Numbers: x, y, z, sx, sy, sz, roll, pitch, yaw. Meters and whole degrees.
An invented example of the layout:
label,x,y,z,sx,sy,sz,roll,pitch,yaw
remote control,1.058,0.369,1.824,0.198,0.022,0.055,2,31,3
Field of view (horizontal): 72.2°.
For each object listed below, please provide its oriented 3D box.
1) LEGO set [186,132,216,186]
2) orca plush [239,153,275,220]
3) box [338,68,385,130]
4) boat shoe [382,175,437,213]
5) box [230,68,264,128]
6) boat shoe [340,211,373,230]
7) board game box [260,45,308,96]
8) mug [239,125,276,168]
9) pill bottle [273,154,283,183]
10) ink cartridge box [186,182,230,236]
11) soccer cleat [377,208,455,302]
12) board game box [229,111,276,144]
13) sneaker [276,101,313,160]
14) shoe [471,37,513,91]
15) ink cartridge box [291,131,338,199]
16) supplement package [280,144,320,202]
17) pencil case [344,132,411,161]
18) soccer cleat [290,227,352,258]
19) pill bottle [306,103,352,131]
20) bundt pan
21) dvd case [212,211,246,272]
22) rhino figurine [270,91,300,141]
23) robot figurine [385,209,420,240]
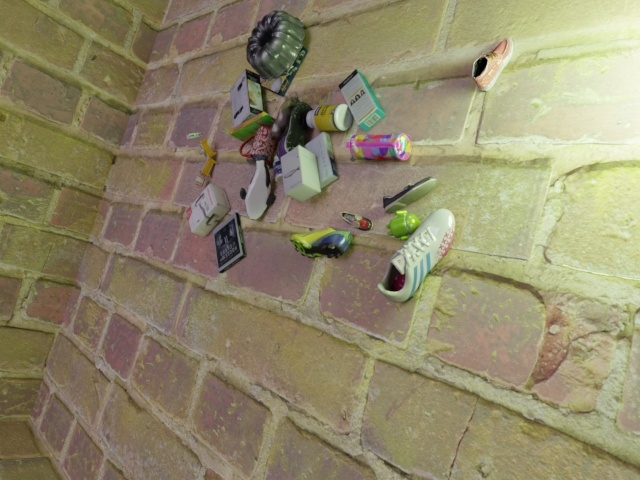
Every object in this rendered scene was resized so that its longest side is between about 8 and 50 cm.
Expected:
label,x,y,z,sx,sy,sz,roll,pitch,yaw
LEGO set,-0.632,-0.428,2.340,0.107,0.132,0.287,-3,96,58
orca plush,-0.286,-0.239,1.959,0.102,0.151,0.287,-131,34,-77
box,0.158,-0.549,1.711,0.100,0.060,0.244,-37,54,27
boat shoe,0.289,-0.164,1.454,0.206,0.075,0.065,-33,59,34
box,-0.367,-0.680,2.181,0.169,0.087,0.290,-36,53,41
boat shoe,0.129,-0.072,1.584,0.137,0.043,0.049,29,93,42
board game box,-0.177,-0.830,2.116,0.165,0.042,0.243,39,102,42
mug,-0.279,-0.432,2.004,0.113,0.150,0.169,-8,63,66
pill bottle,-0.172,-0.314,1.916,0.067,0.067,0.120,-30,58,31
ink cartridge box,-0.562,-0.151,2.188,0.218,0.092,0.158,-42,52,21
soccer cleat,0.292,0.044,1.332,0.116,0.143,0.331,36,99,43
board game box,-0.295,-0.526,2.059,0.259,0.124,0.039,-11,67,39
sneaker,-0.122,-0.470,1.884,0.124,0.107,0.283,-18,46,51
shoe,0.536,-0.563,1.368,0.063,0.081,0.178,33,98,43
ink cartridge box,-0.039,-0.300,1.809,0.224,0.045,0.223,-28,58,33
supplement package,-0.079,-0.260,1.725,0.105,0.105,0.179,-26,60,33
pencil case,0.207,-0.333,1.569,0.236,0.104,0.104,9,82,42
soccer cleat,0.001,0.001,1.661,0.289,0.093,0.121,5,48,47
pill bottle,0.031,-0.494,1.774,0.184,0.103,0.103,11,83,44
bundt pan,-0.236,-0.947,2.095,0.331,0.124,0.331,-16,65,38
dvd case,-0.431,0.010,2.060,0.179,0.029,0.239,-34,55,29
rhino figurine,-0.149,-0.548,1.950,0.073,0.106,0.243,22,90,43
robot figurine,0.273,-0.048,1.432,0.115,0.067,0.101,-18,74,36
